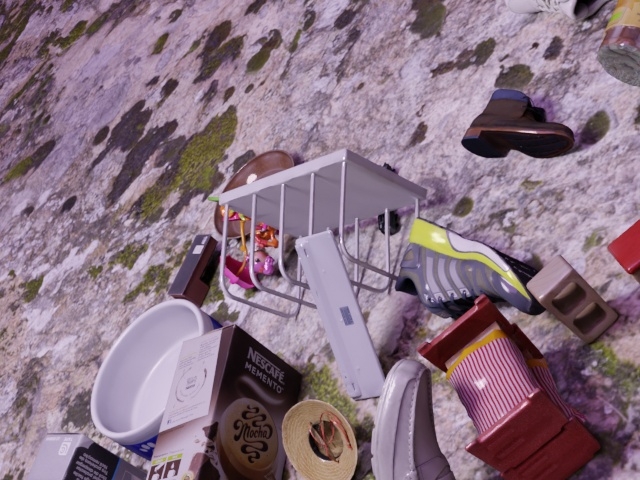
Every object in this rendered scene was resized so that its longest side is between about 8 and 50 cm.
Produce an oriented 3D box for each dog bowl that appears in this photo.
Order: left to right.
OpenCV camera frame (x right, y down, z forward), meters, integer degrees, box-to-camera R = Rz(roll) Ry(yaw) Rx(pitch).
[{"bbox_3d":[-0.261,0.237,2.151,0.265,0.104,0.265,-30,39,27],"label":"dog bowl"}]

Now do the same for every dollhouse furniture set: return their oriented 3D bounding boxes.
[{"bbox_3d":[0.326,0.112,1.565,0.374,0.152,0.201,-42,35,11],"label":"dollhouse furniture set"}]

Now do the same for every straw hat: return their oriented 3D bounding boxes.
[{"bbox_3d":[0.017,0.283,1.827,0.144,0.144,0.061,-12,8,42],"label":"straw hat"}]

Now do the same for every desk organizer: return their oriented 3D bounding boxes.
[{"bbox_3d":[-0.224,0.056,2.329,0.047,0.050,0.130,-2,56,47],"label":"desk organizer"}]

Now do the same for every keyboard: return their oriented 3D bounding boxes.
[{"bbox_3d":[0.032,0.112,1.855,0.072,0.256,0.014,-16,6,34],"label":"keyboard"}]

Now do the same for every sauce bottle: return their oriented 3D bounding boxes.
[{"bbox_3d":[0.516,-0.390,1.872,0.111,0.111,0.344,2,58,49],"label":"sauce bottle"}]

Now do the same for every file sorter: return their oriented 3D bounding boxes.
[{"bbox_3d":[0.000,0.000,1.989,0.277,0.193,0.173,-18,61,40],"label":"file sorter"}]

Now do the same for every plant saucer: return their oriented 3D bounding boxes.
[{"bbox_3d":[-0.114,-0.078,2.347,0.198,0.036,0.198,-30,38,27],"label":"plant saucer"}]

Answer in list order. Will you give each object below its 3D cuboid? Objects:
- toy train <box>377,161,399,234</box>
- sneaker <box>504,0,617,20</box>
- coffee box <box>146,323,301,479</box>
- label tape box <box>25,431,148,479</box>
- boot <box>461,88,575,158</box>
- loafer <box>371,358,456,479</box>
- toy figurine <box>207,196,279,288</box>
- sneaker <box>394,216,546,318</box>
[{"bbox_3d":[0.108,-0.069,2.098,0.036,0.027,0.158,-40,34,35],"label":"toy train"},{"bbox_3d":[0.391,-0.401,2.044,0.232,0.090,0.115,-14,51,42],"label":"sneaker"},{"bbox_3d":[-0.145,0.300,1.904,0.119,0.168,0.297,-20,45,36],"label":"coffee box"},{"bbox_3d":[-0.364,0.491,1.906,0.106,0.240,0.334,-8,53,42],"label":"label tape box"},{"bbox_3d":[0.311,-0.187,1.932,0.219,0.082,0.106,5,64,52],"label":"boot"},{"bbox_3d":[0.127,0.305,1.556,0.111,0.112,0.319,2,98,26],"label":"loafer"},{"bbox_3d":[-0.114,0.004,2.197,0.173,0.130,0.159,1,92,36],"label":"toy figurine"},{"bbox_3d":[0.214,0.063,1.804,0.300,0.111,0.121,26,92,58],"label":"sneaker"}]
